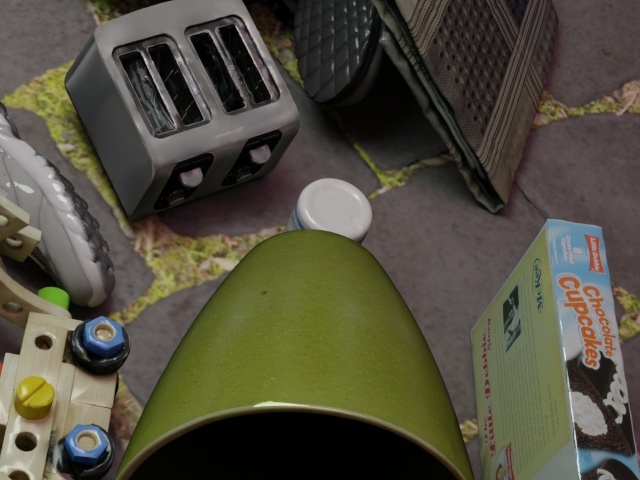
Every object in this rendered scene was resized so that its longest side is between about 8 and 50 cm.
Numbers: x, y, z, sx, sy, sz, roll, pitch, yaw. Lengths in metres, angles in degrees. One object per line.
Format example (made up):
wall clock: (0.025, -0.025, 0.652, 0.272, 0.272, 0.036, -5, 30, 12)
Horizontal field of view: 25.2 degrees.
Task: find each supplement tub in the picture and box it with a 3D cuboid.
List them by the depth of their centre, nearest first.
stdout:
supplement tub: (0.000, 0.000, 1.305, 0.071, 0.107, 0.071, 9, 54, -13)

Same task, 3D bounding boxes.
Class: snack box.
snack box: (0.194, 0.165, 1.205, 0.060, 0.187, 0.322, 9, 53, -14)

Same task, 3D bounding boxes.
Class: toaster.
toaster: (-0.130, -0.133, 1.331, 0.168, 0.110, 0.186, -20, 78, -32)

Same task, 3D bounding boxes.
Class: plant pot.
plant pot: (-0.015, 0.131, 1.134, 0.274, 0.275, 0.293, 15, 36, -9)

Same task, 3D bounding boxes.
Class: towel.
towel: (0.146, -0.239, 1.462, 0.056, 0.312, 0.324, -7, 43, 31)

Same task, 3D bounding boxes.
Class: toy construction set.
toy construction set: (-0.263, 0.122, 1.109, 0.215, 0.151, 0.328, 12, 63, -11)

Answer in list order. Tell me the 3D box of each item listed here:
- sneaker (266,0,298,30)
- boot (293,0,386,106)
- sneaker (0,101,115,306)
sneaker: (-0.045, -0.319, 1.543, 0.094, 0.081, 0.208, -33, 83, -35)
boot: (0.095, -0.256, 1.498, 0.222, 0.118, 0.338, 28, 58, -37)
sneaker: (-0.288, -0.040, 1.260, 0.115, 0.105, 0.281, -40, 77, -4)
